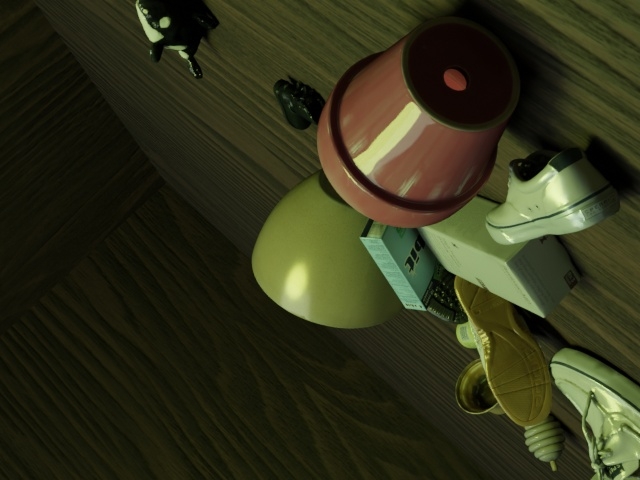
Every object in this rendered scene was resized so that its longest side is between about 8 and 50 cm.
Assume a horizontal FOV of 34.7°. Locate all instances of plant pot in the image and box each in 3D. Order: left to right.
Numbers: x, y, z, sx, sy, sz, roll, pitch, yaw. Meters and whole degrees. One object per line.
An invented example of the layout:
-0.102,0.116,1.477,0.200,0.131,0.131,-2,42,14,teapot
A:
0.041,-0.017,1.734,0.284,0.284,0.191,40,133,29,plant pot
0.115,-0.135,1.087,0.201,0.201,0.180,45,154,2,plant pot

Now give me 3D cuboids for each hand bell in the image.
0.402,0.351,2.152,0.242,0.126,0.126,38,177,-37,hand bell

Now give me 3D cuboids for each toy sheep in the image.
0.459,0.405,2.091,0.091,0.091,0.132,70,178,-68,toy sheep

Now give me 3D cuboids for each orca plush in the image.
-0.233,-0.366,1.816,0.102,0.151,0.287,11,159,10,orca plush

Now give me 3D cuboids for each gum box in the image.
0.139,-0.010,1.539,0.041,0.157,0.184,6,146,34,gum box

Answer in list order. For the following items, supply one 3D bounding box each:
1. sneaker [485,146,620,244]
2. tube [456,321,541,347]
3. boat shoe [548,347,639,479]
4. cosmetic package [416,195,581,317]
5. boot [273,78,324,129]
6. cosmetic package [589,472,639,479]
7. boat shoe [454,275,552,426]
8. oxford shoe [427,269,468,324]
0.249,-0.056,1.153,0.091,0.094,0.258,64,165,-2,sneaker
0.312,0.157,1.809,0.070,0.062,0.240,13,169,-11,tube
0.460,0.319,1.536,0.367,0.156,0.136,40,169,29,boat shoe
0.239,0.011,1.423,0.117,0.085,0.231,51,170,-29,cosmetic package
-0.023,-0.216,1.718,0.099,0.045,0.121,33,164,41,boot
0.544,0.481,1.766,0.151,0.184,0.151,33,164,49,cosmetic package
0.302,0.163,1.670,0.096,0.098,0.277,-1,-110,-80,boat shoe
0.201,0.072,1.899,0.227,0.083,0.096,43,-173,23,oxford shoe
